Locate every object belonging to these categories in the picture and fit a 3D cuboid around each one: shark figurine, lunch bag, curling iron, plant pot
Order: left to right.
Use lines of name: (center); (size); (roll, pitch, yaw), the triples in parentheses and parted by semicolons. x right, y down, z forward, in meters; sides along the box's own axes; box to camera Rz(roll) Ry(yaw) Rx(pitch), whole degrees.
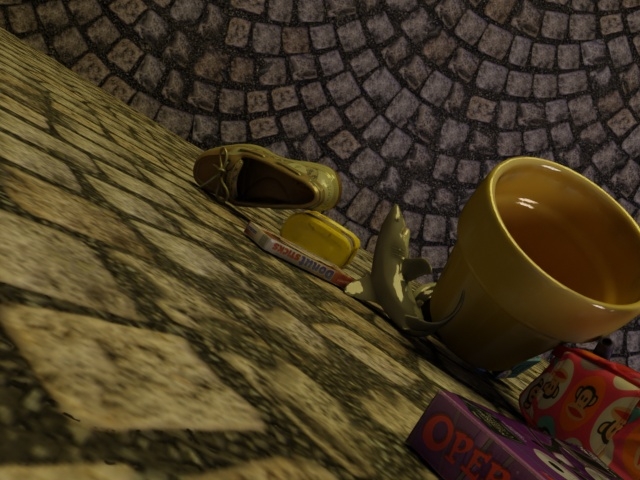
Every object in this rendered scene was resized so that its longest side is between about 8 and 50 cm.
shark figurine: (0.097, 0.079, 0.909); (0.116, 0.166, 0.278); (5, 29, -13)
plant pot: (0.279, 0.054, 0.882); (0.254, 0.239, 0.253); (14, 48, -16)
curling iron: (0.379, 0.204, 0.866); (0.068, 0.035, 0.274); (9, -38, 27)
lunch bag: (0.365, 0.239, 0.665); (0.258, 0.120, 0.293); (36, 2, -4)

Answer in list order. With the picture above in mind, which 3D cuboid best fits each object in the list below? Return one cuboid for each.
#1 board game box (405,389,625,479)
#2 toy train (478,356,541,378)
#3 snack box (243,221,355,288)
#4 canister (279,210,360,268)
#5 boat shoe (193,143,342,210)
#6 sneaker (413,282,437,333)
board game box: (0.218, 0.210, 0.324); (0.208, 0.056, 0.347); (24, 8, -37)
toy train: (0.277, 0.140, 1.044); (0.105, 0.080, 0.184); (10, 47, -39)
snack box: (-0.028, 0.025, 0.923); (0.178, 0.022, 0.064); (28, 4, -40)
canister: (0.000, 0.000, 1.096); (0.126, 0.073, 0.170); (31, 5, 5)
boat shoe: (-0.107, -0.106, 1.075); (0.286, 0.104, 0.089); (9, 13, 25)
sneaker: (0.251, 0.149, 1.116); (0.222, 0.083, 0.118); (25, 12, -39)
